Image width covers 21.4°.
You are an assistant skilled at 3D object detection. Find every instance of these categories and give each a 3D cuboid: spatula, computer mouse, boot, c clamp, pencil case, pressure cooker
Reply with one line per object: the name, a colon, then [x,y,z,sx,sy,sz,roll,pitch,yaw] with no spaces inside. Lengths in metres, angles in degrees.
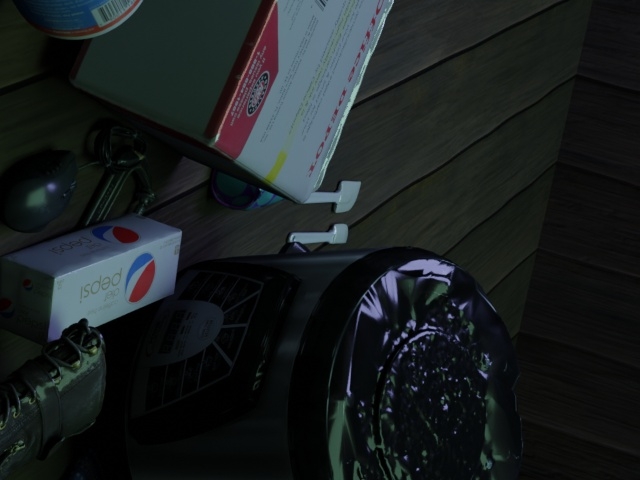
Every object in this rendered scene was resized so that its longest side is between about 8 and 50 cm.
spatula: [0.000,0.000,2.351,0.242,0.019,0.168,-7,114,-70]
computer mouse: [-0.225,-0.061,1.616,0.242,0.041,0.071,-35,133,-57]
boot: [-0.284,0.142,1.492,0.229,0.091,0.263,-40,157,-28]
c clamp: [-0.211,-0.012,1.755,0.160,0.022,0.137,-66,155,-15]
pencil case: [-0.071,-0.074,2.016,0.070,0.064,0.152,-52,168,19]
pressure cooker: [-0.038,0.197,1.853,0.370,0.420,0.375,-16,99,-47]

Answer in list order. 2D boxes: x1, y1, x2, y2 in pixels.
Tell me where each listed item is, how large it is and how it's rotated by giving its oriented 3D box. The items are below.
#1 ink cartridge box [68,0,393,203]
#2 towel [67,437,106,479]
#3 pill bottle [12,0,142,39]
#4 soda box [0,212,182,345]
ink cartridge box: [-0.070,-0.211,1.686,0.385,0.160,0.279,33,79,-76]
towel: [-0.307,0.412,1.841,0.243,0.040,0.336,83,28,-47]
pill bottle: [-0.220,-0.266,1.345,0.221,0.124,0.124,67,43,-61]
soda box: [-0.223,0.035,1.650,0.216,0.069,0.074,-24,129,-59]
